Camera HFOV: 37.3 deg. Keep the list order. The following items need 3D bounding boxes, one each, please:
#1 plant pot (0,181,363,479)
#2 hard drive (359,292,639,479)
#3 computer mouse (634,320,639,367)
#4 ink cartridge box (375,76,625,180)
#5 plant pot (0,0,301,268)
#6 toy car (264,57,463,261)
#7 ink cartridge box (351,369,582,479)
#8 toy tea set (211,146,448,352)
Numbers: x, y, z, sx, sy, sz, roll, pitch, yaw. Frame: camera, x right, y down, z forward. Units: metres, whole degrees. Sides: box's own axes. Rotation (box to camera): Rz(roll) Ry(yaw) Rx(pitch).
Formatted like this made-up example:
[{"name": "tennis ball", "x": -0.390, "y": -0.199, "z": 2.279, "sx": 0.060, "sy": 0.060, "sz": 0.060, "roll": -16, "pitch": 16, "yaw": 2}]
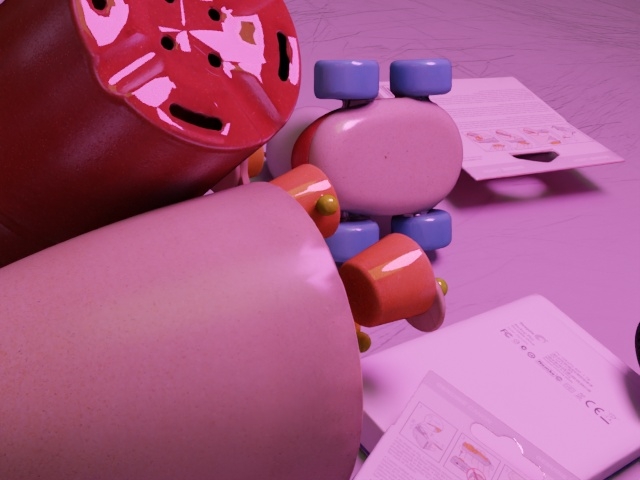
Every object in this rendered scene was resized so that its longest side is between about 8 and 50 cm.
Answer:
[{"name": "plant pot", "x": -0.151, "y": 0.099, "z": 0.672, "sx": 0.274, "sy": 0.256, "sz": 0.256, "roll": -9, "pitch": 41, "yaw": -29}, {"name": "hard drive", "x": 0.182, "y": 0.161, "z": 0.918, "sx": 0.319, "sy": 0.040, "sz": 0.210, "roll": -15, "pitch": 45, "yaw": -39}, {"name": "computer mouse", "x": 0.329, "y": 0.173, "z": 0.909, "sx": 0.071, "sy": 0.041, "sz": 0.242, "roll": 41, "pitch": 47, "yaw": -37}, {"name": "ink cartridge box", "x": 0.243, "y": -0.147, "z": 1.371, "sx": 0.296, "sy": 0.066, "sz": 0.261, "roll": -8, "pitch": 41, "yaw": -33}, {"name": "plant pot", "x": -0.171, "y": -0.119, "z": 0.786, "sx": 0.272, "sy": 0.265, "sz": 0.272, "roll": 17, "pitch": 62, "yaw": -36}, {"name": "toy car", "x": 0.026, "y": -0.106, "z": 1.142, "sx": 0.210, "sy": 0.219, "sz": 0.238, "roll": -8, "pitch": 13, "yaw": -34}, {"name": "ink cartridge box", "x": 0.106, "y": 0.232, "z": 0.730, "sx": 0.189, "sy": 0.066, "sz": 0.232, "roll": 36, "pitch": 35, "yaw": 7}, {"name": "toy tea set", "x": 0.000, "y": 0.000, "z": 0.920, "sx": 0.124, "sy": 0.200, "sz": 0.336, "roll": -21, "pitch": 46, "yaw": -32}]
